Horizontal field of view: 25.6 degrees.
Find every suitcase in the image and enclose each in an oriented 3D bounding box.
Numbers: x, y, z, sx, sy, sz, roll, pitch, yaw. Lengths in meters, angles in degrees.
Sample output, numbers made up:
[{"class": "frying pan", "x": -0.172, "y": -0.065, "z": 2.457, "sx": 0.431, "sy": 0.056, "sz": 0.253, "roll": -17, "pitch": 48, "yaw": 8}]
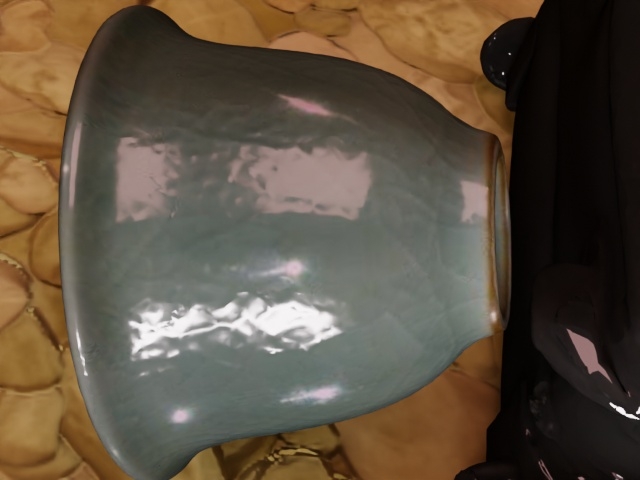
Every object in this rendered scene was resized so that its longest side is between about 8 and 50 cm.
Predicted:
[{"class": "suitcase", "x": 0.247, "y": 0.003, "z": 0.680, "sx": 0.339, "sy": 0.188, "sz": 0.345, "roll": 15, "pitch": 50, "yaw": -8}]

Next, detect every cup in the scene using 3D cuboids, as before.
[{"class": "cup", "x": 0.000, "y": 0.000, "z": 0.574, "sx": 0.150, "sy": 0.199, "sz": 0.199, "roll": -1, "pitch": 51, "yaw": 12}]
